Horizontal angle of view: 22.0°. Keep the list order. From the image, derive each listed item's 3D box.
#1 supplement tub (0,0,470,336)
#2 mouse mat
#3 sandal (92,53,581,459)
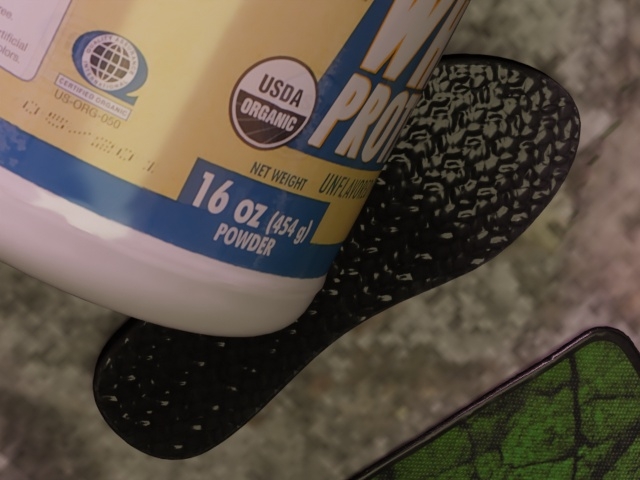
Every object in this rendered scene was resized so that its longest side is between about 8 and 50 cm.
[{"bbox_3d":[-0.026,-0.092,0.417,0.144,0.144,0.200,24,101,-19],"label":"supplement tub"},{"bbox_3d":[0.058,0.134,0.586,0.189,0.007,0.153,-32,112,-1],"label":"mouse mat"},{"bbox_3d":[0.000,0.000,0.516,0.179,0.040,0.067,-38,107,16],"label":"sandal"}]
